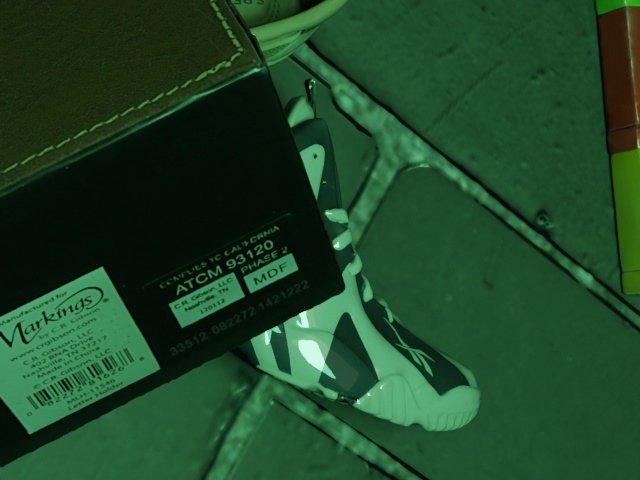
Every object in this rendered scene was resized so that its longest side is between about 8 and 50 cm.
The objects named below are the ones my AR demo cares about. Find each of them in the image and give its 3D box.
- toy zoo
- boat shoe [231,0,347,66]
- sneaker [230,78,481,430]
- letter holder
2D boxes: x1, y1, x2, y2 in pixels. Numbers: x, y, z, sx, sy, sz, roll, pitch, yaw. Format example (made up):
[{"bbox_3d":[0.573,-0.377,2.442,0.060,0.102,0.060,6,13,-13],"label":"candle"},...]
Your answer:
[{"bbox_3d":[0.270,-0.072,0.926,0.192,0.030,0.293,-3,87,-29],"label":"toy zoo"},{"bbox_3d":[-0.127,-0.119,0.676,0.302,0.098,0.109,-6,88,-29],"label":"boat shoe"},{"bbox_3d":[0.000,0.000,0.736,0.235,0.094,0.153,22,84,-15],"label":"sneaker"},{"bbox_3d":[-0.179,-0.026,0.574,0.302,0.152,0.214,-27,55,-5],"label":"letter holder"}]
